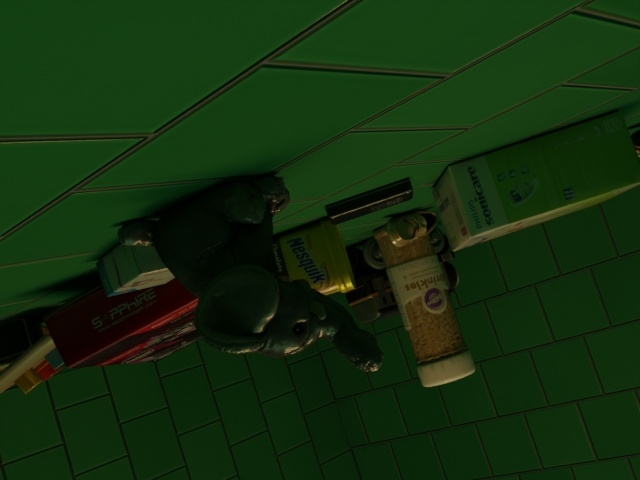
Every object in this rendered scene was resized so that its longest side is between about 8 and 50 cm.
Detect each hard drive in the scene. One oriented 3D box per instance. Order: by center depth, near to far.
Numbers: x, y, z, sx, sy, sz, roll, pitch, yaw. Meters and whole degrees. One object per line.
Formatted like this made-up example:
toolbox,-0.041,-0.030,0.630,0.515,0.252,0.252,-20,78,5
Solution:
hard drive,0.077,-0.058,1.290,0.135,0.022,0.094,-19,174,3

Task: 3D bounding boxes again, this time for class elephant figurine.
elephant figurine,-0.074,0.062,0.915,0.186,0.239,0.169,-23,172,35

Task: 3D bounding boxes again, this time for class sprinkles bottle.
sprinkles bottle,0.222,0.130,1.787,0.121,0.355,0.121,-18,174,-2

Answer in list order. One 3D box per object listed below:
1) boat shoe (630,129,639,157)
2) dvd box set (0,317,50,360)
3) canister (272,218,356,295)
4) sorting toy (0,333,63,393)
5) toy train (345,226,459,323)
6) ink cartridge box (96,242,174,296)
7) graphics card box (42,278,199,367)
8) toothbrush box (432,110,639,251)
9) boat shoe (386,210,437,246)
boat shoe,0.636,-0.203,1.512,0.178,0.064,0.060,-18,143,-13
dvd box set,-0.647,0.231,1.515,0.307,0.062,0.420,-19,174,-13
canister,-0.039,0.046,1.390,0.170,0.126,0.073,-17,174,7
sorting toy,-0.458,0.202,1.407,0.347,0.047,0.196,-38,178,13
toy train,0.194,0.079,2.016,0.334,0.190,0.142,-14,172,-34
ink cartridge box,-0.218,0.026,1.051,0.088,0.052,0.122,-13,170,-36
graphics card box,-0.244,0.110,1.319,0.233,0.094,0.371,-28,171,4
toothbrush box,0.342,-0.089,1.343,0.283,0.122,0.206,-17,173,-2
boat shoe,0.187,-0.032,1.670,0.059,0.063,0.170,-25,180,31
